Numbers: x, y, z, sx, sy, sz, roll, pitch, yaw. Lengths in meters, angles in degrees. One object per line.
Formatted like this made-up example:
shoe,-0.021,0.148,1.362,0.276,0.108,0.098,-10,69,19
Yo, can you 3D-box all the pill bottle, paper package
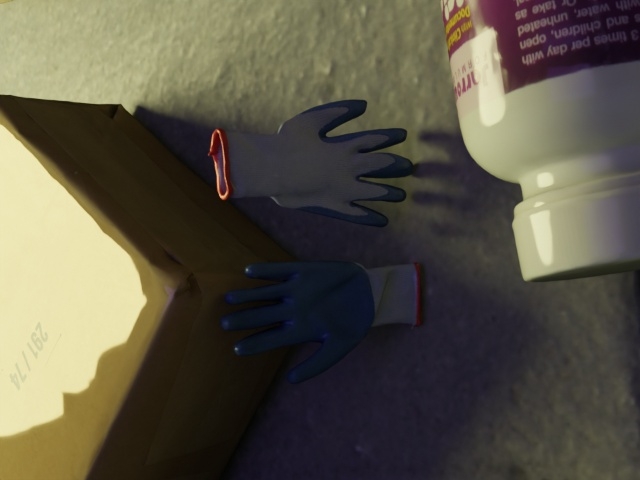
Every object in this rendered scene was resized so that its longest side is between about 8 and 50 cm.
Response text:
pill bottle,0.155,-0.133,0.633,0.169,0.169,0.302,-14,80,37
paper package,-0.204,0.082,0.913,0.309,0.168,0.325,41,114,32

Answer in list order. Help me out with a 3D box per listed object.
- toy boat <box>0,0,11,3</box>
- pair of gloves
toy boat,-0.335,-0.384,1.031,0.267,0.148,0.318,-39,67,31
pair of gloves,0.000,0.000,0.771,0.023,0.159,0.198,-177,83,-66
